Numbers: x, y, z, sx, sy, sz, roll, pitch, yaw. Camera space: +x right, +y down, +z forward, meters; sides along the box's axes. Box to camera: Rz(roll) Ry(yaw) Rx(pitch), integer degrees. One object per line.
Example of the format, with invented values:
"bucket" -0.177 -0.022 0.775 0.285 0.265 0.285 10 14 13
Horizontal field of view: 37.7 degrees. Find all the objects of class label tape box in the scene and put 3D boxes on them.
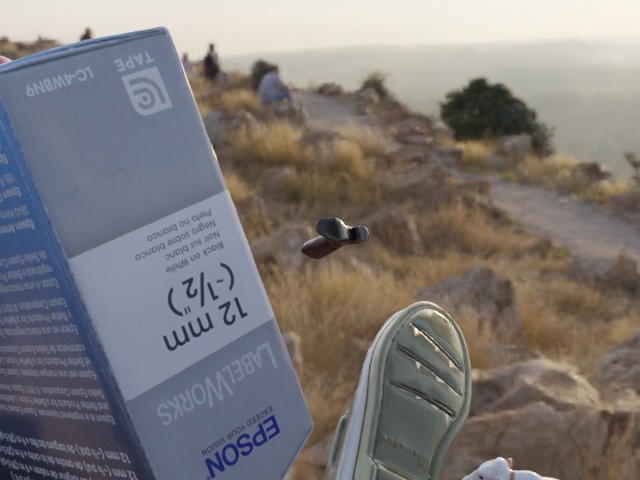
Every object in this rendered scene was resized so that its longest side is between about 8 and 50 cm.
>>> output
"label tape box" -0.135 0.075 0.567 0.115 0.347 0.249 -30 14 -38

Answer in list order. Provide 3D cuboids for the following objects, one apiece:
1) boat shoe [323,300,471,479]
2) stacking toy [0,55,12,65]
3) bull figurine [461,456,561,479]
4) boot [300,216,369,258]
"boat shoe" 0.055 0.181 0.834 0.103 0.113 0.302 -40 19 41
"stacking toy" -0.473 -0.114 1.165 0.131 0.308 0.279 21 -1 -13
"bull figurine" 0.365 0.436 1.445 0.311 0.188 0.101 8 17 -5
"boot" 0.000 0.000 1.425 0.106 0.037 0.114 14 -22 -41
